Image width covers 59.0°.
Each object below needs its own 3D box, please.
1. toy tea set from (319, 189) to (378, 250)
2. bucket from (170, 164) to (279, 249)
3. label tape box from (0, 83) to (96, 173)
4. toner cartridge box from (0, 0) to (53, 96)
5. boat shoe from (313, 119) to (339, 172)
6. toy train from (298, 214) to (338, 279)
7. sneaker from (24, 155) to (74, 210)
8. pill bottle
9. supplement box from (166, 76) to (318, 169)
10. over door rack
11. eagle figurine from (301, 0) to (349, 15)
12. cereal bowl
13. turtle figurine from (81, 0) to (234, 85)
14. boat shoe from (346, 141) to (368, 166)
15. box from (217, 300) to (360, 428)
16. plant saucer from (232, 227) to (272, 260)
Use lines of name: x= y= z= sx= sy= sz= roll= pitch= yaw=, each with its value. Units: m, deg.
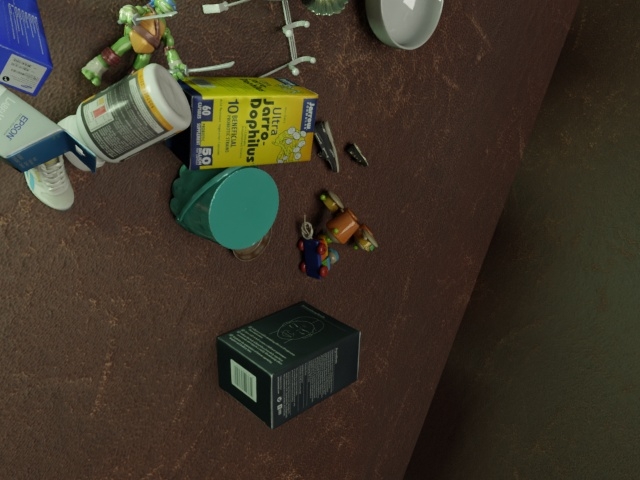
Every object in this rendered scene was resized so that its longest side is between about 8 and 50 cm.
toy tea set: x=0.094 y=-0.030 z=2.056 sx=0.124 sy=0.200 sz=0.336 roll=-40 pitch=138 yaw=8
bucket: x=-0.267 y=-0.116 z=1.619 sx=0.281 sy=0.183 sz=0.281 roll=-22 pitch=124 yaw=-38
label tape box: x=-0.613 y=-0.218 z=1.089 sx=0.347 sy=0.249 sz=0.115 roll=39 pitch=77 yaw=-17
toner cartridge box: x=-0.611 y=-0.423 z=1.042 sx=0.075 sy=0.348 sz=0.165 roll=-44 pitch=143 yaw=22
boat shoe: x=0.019 y=-0.318 z=1.946 sx=0.065 sy=0.075 sz=0.206 roll=-13 pitch=132 yaw=6
toy train: x=0.000 y=0.000 z=2.019 sx=0.143 sy=0.105 sz=0.248 roll=-33 pitch=127 yaw=-46
sneaker: x=-0.632 y=-0.166 z=1.303 sx=0.087 sy=0.092 sz=0.229 roll=-35 pitch=129 yaw=-32
pill bottle: x=-0.453 y=-0.276 z=1.303 sx=0.278 sy=0.162 sz=0.162 roll=-23 pitch=134 yaw=12
supplement box: x=-0.213 y=-0.323 z=1.526 sx=0.356 sy=0.195 sz=0.194 roll=-10 pitch=122 yaw=-31
over door rack: x=-0.150 y=-0.581 z=1.615 sx=0.324 sy=0.108 sz=0.240 roll=-32 pitch=126 yaw=-33
eagle figurine: x=0.029 y=-0.781 z=1.556 sx=0.298 sy=0.225 sz=0.226 roll=-87 pitch=156 yaw=-53
cereal bowl: x=0.265 y=-0.824 z=1.913 sx=0.339 sy=0.141 sz=0.339 roll=-19 pitch=119 yaw=-39
turtle figurine: x=-0.407 y=-0.437 z=1.318 sx=0.266 sy=0.275 sz=0.198 roll=-46 pitch=171 yaw=9
boat shoe: x=0.136 y=-0.308 z=2.067 sx=0.042 sy=0.049 sz=0.133 roll=-38 pitch=144 yaw=8
box: x=-0.105 y=0.405 z=1.926 sx=0.395 sy=0.293 sz=0.212 roll=-18 pitch=119 yaw=-39
plant saucer: x=-0.226 y=-0.016 z=1.815 sx=0.168 sy=0.029 sz=0.168 roll=-29 pitch=130 yaw=-40
